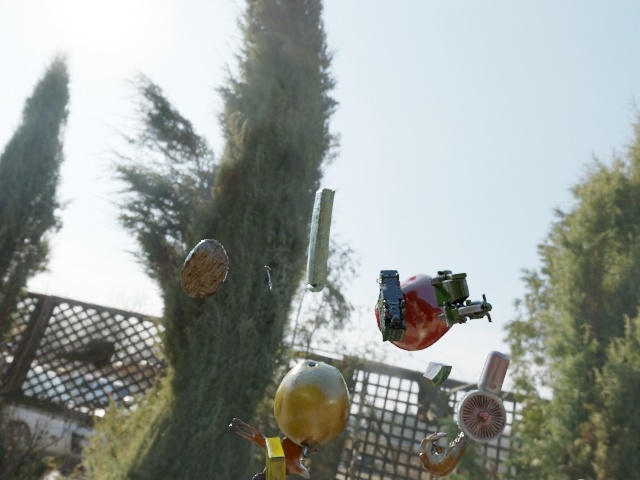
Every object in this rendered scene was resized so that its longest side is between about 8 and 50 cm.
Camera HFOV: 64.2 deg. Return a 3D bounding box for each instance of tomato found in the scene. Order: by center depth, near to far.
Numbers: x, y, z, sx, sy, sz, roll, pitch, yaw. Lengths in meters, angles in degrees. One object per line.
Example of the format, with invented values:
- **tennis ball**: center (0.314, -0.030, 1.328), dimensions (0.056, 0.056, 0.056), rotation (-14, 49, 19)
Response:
- **tomato**: center (0.391, 0.293, 2.086), dimensions (0.325, 0.293, 0.290), rotation (-22, -25, -35)

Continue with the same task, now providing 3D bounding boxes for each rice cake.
- **rice cake**: center (0.000, 0.000, 1.636), dimensions (0.062, 0.337, 0.066), rotation (11, -8, -21)

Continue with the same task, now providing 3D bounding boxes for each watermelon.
- **watermelon**: center (0.367, 0.414, 1.606), dimensions (0.072, 0.084, 0.092), rotation (25, -37, 24)

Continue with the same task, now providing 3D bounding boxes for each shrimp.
- **shrimp**: center (0.485, 0.802, 1.966), dimensions (0.150, 0.248, 0.068), rotation (51, -31, 25)

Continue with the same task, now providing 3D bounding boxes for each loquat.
- **loquat**: center (-0.022, 0.442, 1.323), dimensions (0.213, 0.246, 0.214), rotation (3, -40, 2)

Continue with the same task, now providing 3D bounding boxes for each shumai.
- **shumai**: center (-0.300, 0.074, 1.270), dimensions (0.105, 0.139, 0.123), rotation (-14, -28, 38)

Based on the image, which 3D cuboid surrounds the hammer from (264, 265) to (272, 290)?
- **hammer**: center (-0.196, 0.146, 1.957), dimensions (0.014, 0.123, 0.029), rotation (-36, -48, 17)

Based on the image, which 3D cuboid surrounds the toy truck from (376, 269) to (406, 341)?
- **toy truck**: center (0.261, 0.233, 1.880), dimensions (0.088, 0.259, 0.121), rotation (1, -46, -1)

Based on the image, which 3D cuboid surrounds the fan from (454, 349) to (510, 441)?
- **fan**: center (0.447, 0.415, 1.373), dimensions (0.130, 0.245, 0.074), rotation (22, -14, 2)

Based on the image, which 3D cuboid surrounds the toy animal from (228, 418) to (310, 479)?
- **toy animal**: center (-0.188, 0.842, 2.006), dimensions (0.284, 0.225, 0.302), rotation (22, -19, 44)

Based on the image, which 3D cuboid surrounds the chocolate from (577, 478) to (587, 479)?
- **chocolate**: center (0.887, 0.890, 1.729), dimensions (0.125, 0.148, 0.080), rotation (39, -23, 40)

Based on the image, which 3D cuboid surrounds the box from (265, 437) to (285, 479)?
- **box**: center (-0.108, 0.623, 1.187), dimensions (0.040, 0.279, 0.153), rotation (1, -6, -8)

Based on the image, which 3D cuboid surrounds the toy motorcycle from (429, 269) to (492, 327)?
- **toy motorcycle**: center (0.463, 0.187, 1.709), dimensions (0.127, 0.206, 0.275), rotation (-5, -13, -13)

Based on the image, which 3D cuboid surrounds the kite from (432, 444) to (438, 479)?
- **kite**: center (0.463, 0.912, 2.051), dimensions (0.010, 0.190, 0.159), rotation (7, 4, 6)
